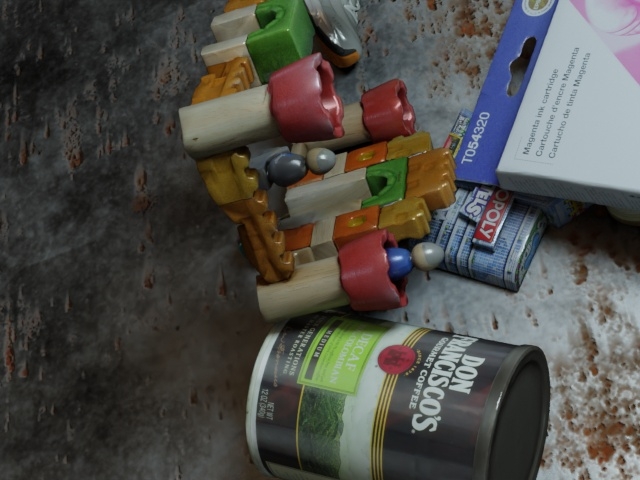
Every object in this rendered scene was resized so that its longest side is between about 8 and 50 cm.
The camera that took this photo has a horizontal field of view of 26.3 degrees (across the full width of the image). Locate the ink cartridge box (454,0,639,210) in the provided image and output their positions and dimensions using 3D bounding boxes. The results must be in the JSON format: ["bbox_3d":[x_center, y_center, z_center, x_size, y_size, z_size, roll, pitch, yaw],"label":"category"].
[{"bbox_3d":[0.327,-0.201,1.566,0.330,0.071,0.324,11,73,34],"label":"ink cartridge box"}]

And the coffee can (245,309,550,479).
[{"bbox_3d":[0.086,0.189,1.480,0.275,0.201,0.201,9,67,25],"label":"coffee can"}]

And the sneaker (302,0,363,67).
[{"bbox_3d":[0.027,-0.354,1.867,0.121,0.099,0.262,-22,58,4],"label":"sneaker"}]

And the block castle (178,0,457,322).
[{"bbox_3d":[0.018,-0.138,1.538,0.213,0.303,0.453,-14,29,14],"label":"block castle"}]

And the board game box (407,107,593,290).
[{"bbox_3d":[0.224,-0.046,1.640,0.194,0.060,0.194,16,69,28],"label":"board game box"}]

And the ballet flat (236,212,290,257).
[{"bbox_3d":[0.000,0.000,1.697,0.221,0.077,0.079,11,61,30],"label":"ballet flat"}]

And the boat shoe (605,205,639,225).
[{"bbox_3d":[0.400,-0.168,1.615,0.109,0.098,0.302,12,68,26],"label":"boat shoe"}]
